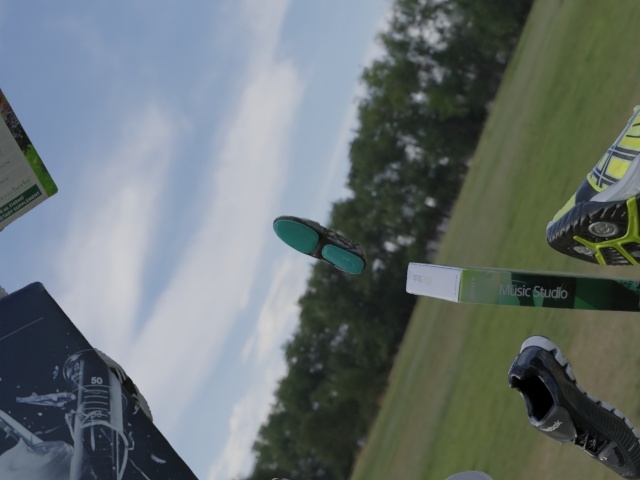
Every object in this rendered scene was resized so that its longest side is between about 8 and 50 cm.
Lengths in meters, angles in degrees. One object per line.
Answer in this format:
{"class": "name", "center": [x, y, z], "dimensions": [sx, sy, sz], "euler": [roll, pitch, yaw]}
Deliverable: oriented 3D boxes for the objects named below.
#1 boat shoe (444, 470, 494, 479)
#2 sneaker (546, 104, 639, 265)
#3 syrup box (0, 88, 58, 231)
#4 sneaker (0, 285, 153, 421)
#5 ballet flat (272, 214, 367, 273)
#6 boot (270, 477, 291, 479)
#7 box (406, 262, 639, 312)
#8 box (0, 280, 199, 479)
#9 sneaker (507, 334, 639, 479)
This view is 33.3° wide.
{"class": "boat shoe", "center": [0.158, 0.422, 1.116], "dimensions": [0.158, 0.127, 0.340], "euler": [54, -143, -34]}
{"class": "sneaker", "center": [0.431, -0.088, 1.392], "dimensions": [0.385, 0.145, 0.147], "euler": [133, 153, -55]}
{"class": "syrup box", "center": [-0.408, -0.134, 1.224], "dimensions": [0.093, 0.096, 0.237], "euler": [-39, -54, -24]}
{"class": "sneaker", "center": [-0.391, 0.201, 1.331], "dimensions": [0.137, 0.366, 0.210], "euler": [-41, 17, 37]}
{"class": "ballet flat", "center": [0.000, 0.000, 1.186], "dimensions": [0.041, 0.114, 0.041], "euler": [-61, 7, 13]}
{"class": "boot", "center": [-0.085, 0.302, 1.212], "dimensions": [0.152, 0.197, 0.073], "euler": [138, 125, -68]}
{"class": "box", "center": [0.327, 0.074, 1.728], "dimensions": [0.232, 0.322, 0.058], "euler": [-175, 88, -74]}
{"class": "box", "center": [-0.242, 0.251, 0.680], "dimensions": [0.343, 0.312, 0.179], "euler": [-30, -26, -32]}
{"class": "sneaker", "center": [0.333, 0.238, 1.421], "dimensions": [0.106, 0.234, 0.078], "euler": [-30, -16, -46]}
